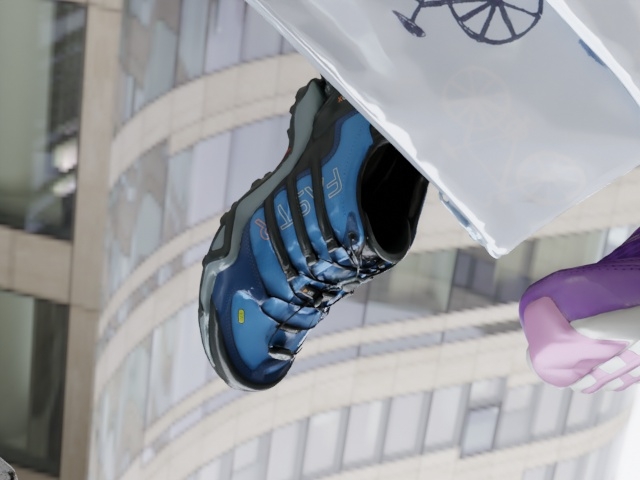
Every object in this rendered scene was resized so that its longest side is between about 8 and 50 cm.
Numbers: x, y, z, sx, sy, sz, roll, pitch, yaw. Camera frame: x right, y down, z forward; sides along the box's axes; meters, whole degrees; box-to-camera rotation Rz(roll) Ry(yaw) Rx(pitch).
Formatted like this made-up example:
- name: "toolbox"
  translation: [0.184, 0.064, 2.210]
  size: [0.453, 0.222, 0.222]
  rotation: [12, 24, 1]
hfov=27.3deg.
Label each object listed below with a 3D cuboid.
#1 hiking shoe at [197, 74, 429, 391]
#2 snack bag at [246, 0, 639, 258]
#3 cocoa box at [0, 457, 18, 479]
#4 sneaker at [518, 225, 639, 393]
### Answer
- name: "hiking shoe"
  translation: [0.000, 0.000, 1.019]
  size: [0.113, 0.304, 0.132]
  rotation: [10, -158, -39]
- name: "snack bag"
  translation: [0.135, -0.168, 0.833]
  size: [0.323, 0.342, 0.037]
  rotation: [43, -147, -20]
- name: "cocoa box"
  translation: [-0.298, 0.250, 0.781]
  size: [0.228, 0.347, 0.231]
  rotation: [28, -125, 26]
- name: "sneaker"
  translation: [0.175, -0.007, 0.545]
  size: [0.236, 0.105, 0.095]
  rotation: [-14, 169, -25]
